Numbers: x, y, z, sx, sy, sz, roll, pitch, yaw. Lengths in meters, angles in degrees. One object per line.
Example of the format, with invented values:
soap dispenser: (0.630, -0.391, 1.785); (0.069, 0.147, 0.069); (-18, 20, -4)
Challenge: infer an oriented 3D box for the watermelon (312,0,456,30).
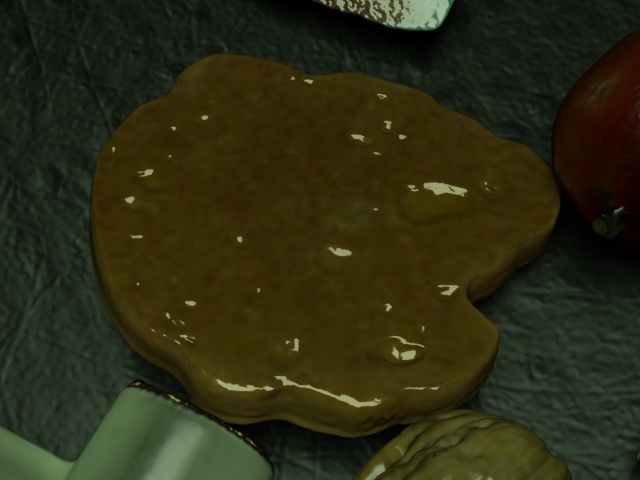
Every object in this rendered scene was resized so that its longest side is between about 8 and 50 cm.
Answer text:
watermelon: (0.007, -0.249, 1.249); (0.241, 0.094, 0.154); (9, 79, 6)

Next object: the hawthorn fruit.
hawthorn fruit: (0.245, -0.071, 1.122); (0.169, 0.169, 0.188); (43, 58, 15)

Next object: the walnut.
walnut: (0.087, 0.202, 1.029); (0.184, 0.155, 0.155); (-41, 74, -11)

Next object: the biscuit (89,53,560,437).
biscuit: (0.000, 0.000, 1.135); (0.351, 0.057, 0.312); (7, 57, 0)

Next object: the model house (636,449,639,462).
model house: (0.346, 0.099, 1.062); (0.136, 0.219, 0.207); (32, 44, -6)

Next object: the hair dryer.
hair dryer: (-0.232, 0.165, 1.079); (0.362, 0.128, 0.203); (24, 71, 18)
